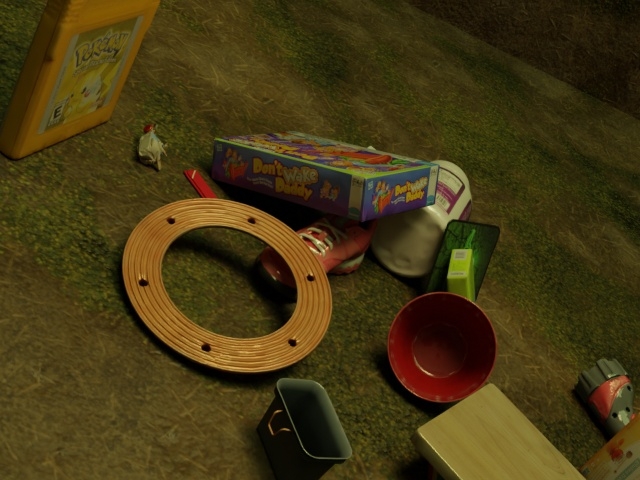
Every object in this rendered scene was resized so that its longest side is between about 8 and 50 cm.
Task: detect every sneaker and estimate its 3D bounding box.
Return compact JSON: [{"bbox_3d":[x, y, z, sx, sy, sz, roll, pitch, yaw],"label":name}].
[{"bbox_3d":[0.000,0.000,1.752,0.116,0.136,0.314,43,31,14],"label":"sneaker"}]

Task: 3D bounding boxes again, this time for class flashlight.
[{"bbox_3d":[0.599,0.364,1.875,0.103,0.103,0.304,9,37,-43],"label":"flashlight"}]

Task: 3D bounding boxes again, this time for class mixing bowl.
[{"bbox_3d":[0.204,0.183,1.694,0.181,0.181,0.098,41,-4,10],"label":"mixing bowl"}]

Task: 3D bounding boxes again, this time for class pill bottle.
[{"bbox_3d":[0.212,-0.057,2.018,0.169,0.169,0.301,37,29,2],"label":"pill bottle"}]

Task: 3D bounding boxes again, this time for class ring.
[{"bbox_3d":[-0.142,0.068,1.550,0.336,0.032,0.337,14,46,-14],"label":"ring"}]

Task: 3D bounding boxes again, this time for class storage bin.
[{"bbox_3d":[-0.035,0.270,1.371,0.098,0.091,0.135,10,37,-37],"label":"storage bin"}]

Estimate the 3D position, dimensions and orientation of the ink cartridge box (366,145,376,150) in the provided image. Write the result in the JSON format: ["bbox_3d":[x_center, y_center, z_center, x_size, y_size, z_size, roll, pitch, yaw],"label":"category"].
[{"bbox_3d":[0.106,-0.128,2.118,0.109,0.063,0.150,39,29,6],"label":"ink cartridge box"}]

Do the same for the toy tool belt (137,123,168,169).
[{"bbox_3d":[-0.297,-0.165,1.785,0.051,0.052,0.083,54,19,-36],"label":"toy tool belt"}]

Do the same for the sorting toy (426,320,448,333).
[{"bbox_3d":[0.210,0.169,1.783,0.083,0.075,0.045,1,43,-44],"label":"sorting toy"}]

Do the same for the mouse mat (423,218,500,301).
[{"bbox_3d":[0.266,0.054,1.906,0.152,0.190,0.007,6,17,-40],"label":"mouse mat"}]

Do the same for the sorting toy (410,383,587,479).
[{"bbox_3d":[0.273,0.373,1.539,0.257,0.089,0.255,47,32,19],"label":"sorting toy"}]

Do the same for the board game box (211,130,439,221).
[{"bbox_3d":[0.008,-0.125,1.829,0.347,0.078,0.233,17,19,34],"label":"board game box"}]

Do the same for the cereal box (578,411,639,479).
[{"bbox_3d":[0.557,0.430,1.662,0.047,0.173,0.240,8,38,-39],"label":"cereal box"}]

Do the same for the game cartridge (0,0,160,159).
[{"bbox_3d":[-0.374,-0.302,1.616,0.052,0.324,0.285,36,30,6],"label":"game cartridge"}]

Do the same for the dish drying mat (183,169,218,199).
[{"bbox_3d":[-0.214,-0.097,1.803,0.032,0.008,0.083,-5,48,-50],"label":"dish drying mat"}]

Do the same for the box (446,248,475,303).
[{"bbox_3d":[0.265,0.118,1.857,0.042,0.178,0.109,-1,27,14],"label":"box"}]
